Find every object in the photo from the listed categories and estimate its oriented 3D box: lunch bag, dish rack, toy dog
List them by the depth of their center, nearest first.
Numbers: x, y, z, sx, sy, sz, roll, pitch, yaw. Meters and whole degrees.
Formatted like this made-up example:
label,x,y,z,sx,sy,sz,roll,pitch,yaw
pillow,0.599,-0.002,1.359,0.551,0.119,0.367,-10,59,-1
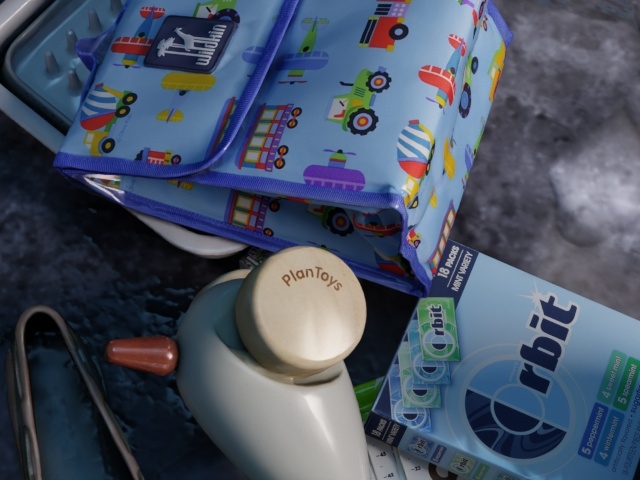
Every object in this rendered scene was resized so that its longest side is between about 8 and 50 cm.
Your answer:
label,x,y,z,sx,sy,sz,roll,pitch,yaw
toy dog,-0.040,0.159,1.215,0.161,0.220,0.334,-11,60,-22
lunch bag,-0.037,-0.111,1.332,0.293,0.138,0.221,11,65,18
dish rack,-0.073,-0.153,1.441,0.285,0.072,0.333,38,69,15

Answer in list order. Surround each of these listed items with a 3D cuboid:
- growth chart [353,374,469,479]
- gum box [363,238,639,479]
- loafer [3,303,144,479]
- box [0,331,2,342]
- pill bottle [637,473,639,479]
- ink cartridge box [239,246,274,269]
label,x,y,z,sx,sy,sz,roll,pitch,yaw
growth chart,0.105,0.184,1.306,0.172,0.021,0.237,-24,67,-13
gum box,0.143,0.101,1.314,0.184,0.041,0.157,23,58,4
loafer,-0.164,0.168,1.271,0.096,0.084,0.268,-19,65,-10
box,-0.416,-0.023,1.316,0.215,0.168,0.345,-35,70,-17
pill bottle,0.299,0.137,1.185,0.160,0.283,0.160,1,64,-1
ink cartridge box,0.000,0.000,1.389,0.063,0.029,0.115,38,69,17
